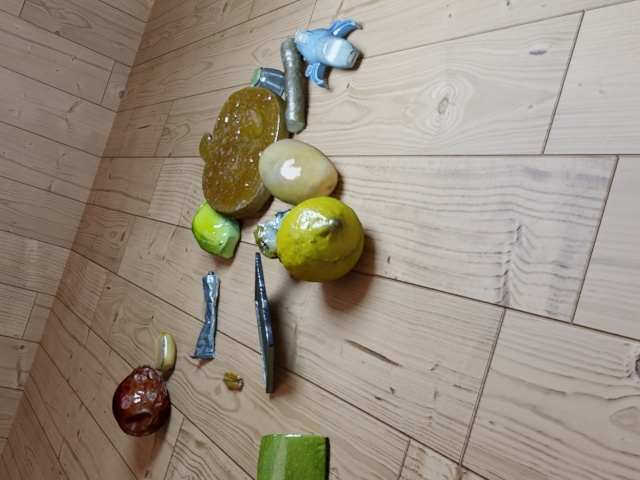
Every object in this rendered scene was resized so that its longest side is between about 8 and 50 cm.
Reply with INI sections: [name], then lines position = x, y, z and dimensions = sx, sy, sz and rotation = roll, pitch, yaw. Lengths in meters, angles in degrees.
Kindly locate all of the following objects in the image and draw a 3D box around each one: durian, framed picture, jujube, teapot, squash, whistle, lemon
[durian]
position = -0.296, -0.044, 1.949
dimensions = 0.139, 0.101, 0.250
rotation = -26, 41, 2
[framed picture]
position = -0.129, 0.183, 1.548
dimensions = 0.192, 0.018, 0.265
rotation = 95, 167, -48
[jujube]
position = -0.511, 0.451, 1.955
dimensions = 0.168, 0.168, 0.236
rotation = -61, 21, 15
[teapot]
position = -0.159, -0.440, 1.955
dimensions = 0.092, 0.091, 0.124
rotation = -13, 62, 56
[squash]
position = -0.073, 0.503, 1.304
dimensions = 0.169, 0.093, 0.252
rotation = -23, 54, 48
[whistle]
position = 0.016, -0.482, 1.724
dimensions = 0.180, 0.093, 0.269
rotation = -59, 39, 8
[lemon]
position = -0.002, 0.002, 1.398
dimensions = 0.193, 0.180, 0.180
rotation = -48, 38, 31

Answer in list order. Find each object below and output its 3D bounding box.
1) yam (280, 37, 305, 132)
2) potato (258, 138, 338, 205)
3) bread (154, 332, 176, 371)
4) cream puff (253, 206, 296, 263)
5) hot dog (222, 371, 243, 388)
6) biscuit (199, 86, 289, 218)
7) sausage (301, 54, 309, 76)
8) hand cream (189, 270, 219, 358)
[yam]
position = -0.072, -0.410, 1.800
dimensions = 0.061, 0.061, 0.253
rotation = -24, 65, 50
[potato]
position = -0.059, -0.159, 1.585
dimensions = 0.150, 0.146, 0.234
rotation = -56, 33, 1
[bread]
position = -0.456, 0.331, 2.025
dimensions = 0.082, 0.056, 0.115
rotation = -41, 47, 44
[cream puff]
position = -0.073, -0.010, 1.576
dimensions = 0.156, 0.156, 0.121
rotation = -30, 92, 46
[hot dog]
position = -0.213, 0.343, 1.678
dimensions = 0.083, 0.021, 0.037
rotation = 1, 95, 54
[biscuit]
position = -0.219, -0.243, 1.885
dimensions = 0.314, 0.063, 0.367
rotation = 8, 83, 41
[sausage]
position = -0.042, -0.485, 1.855
dimensions = 0.034, 0.034, 0.083
rotation = 32, 103, 58
[hand cream]
position = -0.314, 0.202, 1.880
dimensions = 0.075, 0.052, 0.248
rotation = -25, 53, 50
